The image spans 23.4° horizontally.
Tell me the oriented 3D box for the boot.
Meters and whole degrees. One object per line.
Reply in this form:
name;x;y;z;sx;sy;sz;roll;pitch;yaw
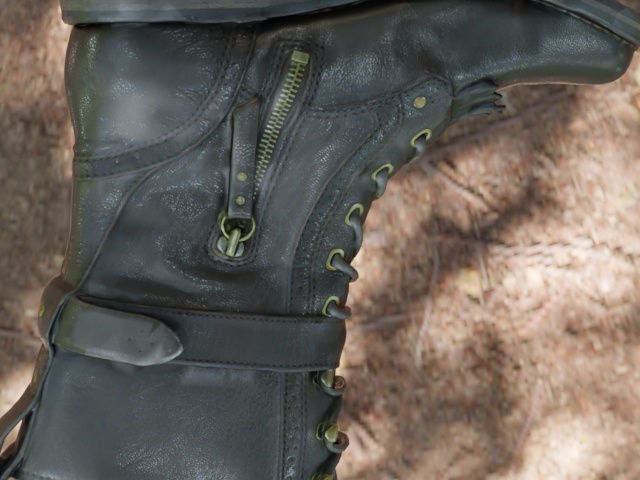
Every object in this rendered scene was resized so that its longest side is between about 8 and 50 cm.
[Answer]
boot;0.000;0.000;0.621;0.263;0.091;0.229;1;100;-12
